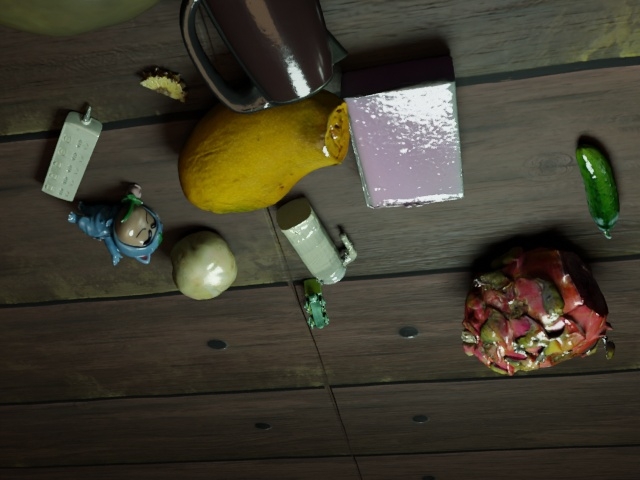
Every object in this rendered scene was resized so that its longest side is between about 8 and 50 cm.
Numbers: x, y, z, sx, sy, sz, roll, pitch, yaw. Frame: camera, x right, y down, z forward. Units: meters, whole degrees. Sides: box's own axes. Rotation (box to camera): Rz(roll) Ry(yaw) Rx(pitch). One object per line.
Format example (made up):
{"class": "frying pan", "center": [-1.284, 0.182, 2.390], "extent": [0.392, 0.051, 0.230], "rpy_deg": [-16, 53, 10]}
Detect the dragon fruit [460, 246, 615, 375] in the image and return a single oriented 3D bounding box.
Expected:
{"class": "dragon fruit", "center": [0.430, 0.156, 1.337], "extent": [0.269, 0.250, 0.291], "rpy_deg": [15, 136, -42]}

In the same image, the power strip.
{"class": "power strip", "center": [-0.454, -0.153, 1.177], "extent": [0.060, 0.027, 0.253], "rpy_deg": [21, 136, -21]}

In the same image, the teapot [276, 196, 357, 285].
{"class": "teapot", "center": [0.000, 0.000, 1.303], "extent": [0.107, 0.077, 0.200], "rpy_deg": [-28, 134, 4]}

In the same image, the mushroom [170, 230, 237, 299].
{"class": "mushroom", "center": [-0.244, 0.052, 1.342], "extent": [0.147, 0.112, 0.148], "rpy_deg": [-4, 117, -8]}

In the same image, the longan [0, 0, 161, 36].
{"class": "longan", "center": [-0.282, -0.401, 0.659], "extent": [0.360, 0.361, 0.361], "rpy_deg": [1, 140, 1]}

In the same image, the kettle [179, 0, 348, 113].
{"class": "kettle", "center": [-0.086, -0.288, 0.864], "extent": [0.202, 0.144, 0.232], "rpy_deg": [-24, 123, 3]}

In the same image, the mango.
{"class": "mango", "center": [-0.105, -0.151, 1.053], "extent": [0.359, 0.144, 0.187], "rpy_deg": [-27, 99, 36]}

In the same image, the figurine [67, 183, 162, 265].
{"class": "figurine", "center": [-0.395, -0.037, 1.259], "extent": [0.178, 0.114, 0.145], "rpy_deg": [18, 136, -5]}

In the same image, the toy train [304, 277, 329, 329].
{"class": "toy train", "center": [-0.011, 0.146, 1.465], "extent": [0.050, 0.081, 0.122], "rpy_deg": [-10, 140, 1]}

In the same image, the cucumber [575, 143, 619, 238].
{"class": "cucumber", "center": [0.514, -0.090, 1.184], "extent": [0.056, 0.056, 0.250], "rpy_deg": [-16, 135, 21]}

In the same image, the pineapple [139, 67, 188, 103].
{"class": "pineapple", "center": [-0.250, -0.257, 1.053], "extent": [0.083, 0.019, 0.045], "rpy_deg": [20, 143, -21]}

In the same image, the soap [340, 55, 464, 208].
{"class": "soap", "center": [0.143, -0.173, 1.082], "extent": [0.181, 0.081, 0.259], "rpy_deg": [-8, 138, 12]}
